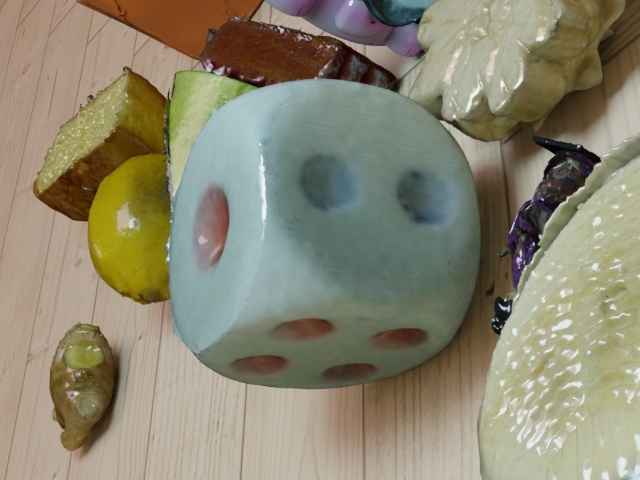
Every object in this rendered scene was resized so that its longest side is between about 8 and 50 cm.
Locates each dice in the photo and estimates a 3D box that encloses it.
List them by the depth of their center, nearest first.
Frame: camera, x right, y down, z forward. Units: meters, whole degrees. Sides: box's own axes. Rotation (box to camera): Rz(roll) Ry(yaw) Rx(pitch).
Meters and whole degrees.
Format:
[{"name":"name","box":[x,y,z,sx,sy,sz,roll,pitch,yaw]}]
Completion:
[{"name":"dice","box":[0.000,0.000,1.520,0.268,0.263,0.264,-44,46,53]}]

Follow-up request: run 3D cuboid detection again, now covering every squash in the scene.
[{"name":"squash","box":[-0.127,-0.036,1.892,0.210,0.233,0.308,16,79,29]}]

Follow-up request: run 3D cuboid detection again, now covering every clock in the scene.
[{"name":"clock","box":[0.033,-0.353,1.847,0.090,0.248,0.227,-50,29,38]}]

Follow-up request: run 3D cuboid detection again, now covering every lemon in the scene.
[{"name":"lemon","box":[-0.246,-0.018,2.091,0.204,0.204,0.260,-39,39,39]}]

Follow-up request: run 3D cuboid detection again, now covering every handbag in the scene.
[{"name":"handbag","box":[-0.197,-0.515,2.339,0.410,0.304,0.116,-50,35,23]}]

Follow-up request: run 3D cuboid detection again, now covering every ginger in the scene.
[{"name":"ginger","box":[-0.377,0.215,2.223,0.157,0.102,0.216,106,163,-48]}]

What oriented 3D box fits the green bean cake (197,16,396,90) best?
[{"name":"green bean cake","box":[-0.027,-0.224,1.903,0.233,0.199,0.097,19,84,58]}]

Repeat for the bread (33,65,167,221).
[{"name":"bread","box":[-0.341,-0.136,2.392,0.340,0.179,0.194,-30,40,51]}]

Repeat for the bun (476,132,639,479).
[{"name":"bun","box":[0.285,0.098,1.067,0.364,0.202,0.364,-50,24,33]}]

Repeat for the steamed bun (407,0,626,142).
[{"name":"steamed bun","box":[0.222,-0.232,1.547,0.295,0.137,0.292,-57,31,29]}]

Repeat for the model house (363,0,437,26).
[{"name":"model house","box":[0.132,-0.423,1.779,0.253,0.184,0.291,-29,27,8]}]

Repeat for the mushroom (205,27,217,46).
[{"name":"mushroom","box":[-0.106,-0.249,2.134,0.188,0.141,0.117,-128,46,-63]}]

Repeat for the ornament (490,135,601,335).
[{"name":"ornament","box":[0.214,-0.002,1.405,0.203,0.088,0.081,-62,26,6]}]
